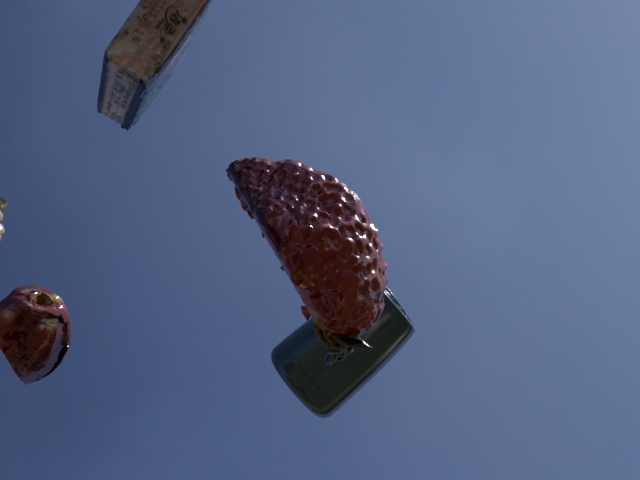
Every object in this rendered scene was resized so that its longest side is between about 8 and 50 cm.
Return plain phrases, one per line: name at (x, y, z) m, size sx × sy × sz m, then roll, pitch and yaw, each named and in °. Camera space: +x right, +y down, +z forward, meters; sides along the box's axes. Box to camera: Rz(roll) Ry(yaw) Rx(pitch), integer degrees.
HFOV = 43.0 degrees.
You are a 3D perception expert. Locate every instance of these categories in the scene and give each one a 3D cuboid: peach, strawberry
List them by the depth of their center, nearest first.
strawberry at (0.000, -0.001, 0.821) m, size 0.106 × 0.175 × 0.236 m, roll -27°, pitch -93°, yaw -7°
peach at (-0.439, 0.154, 1.233) m, size 0.127 × 0.092 × 0.172 m, roll -20°, pitch -47°, yaw -45°

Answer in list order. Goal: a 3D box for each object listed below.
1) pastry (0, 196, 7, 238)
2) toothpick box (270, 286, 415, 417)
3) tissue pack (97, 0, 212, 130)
pastry at (-0.417, -0.056, 0.779) m, size 0.184 × 0.316 × 0.284 m, roll -28°, pitch -62°, yaw 9°
toothpick box at (0.035, 0.141, 1.102) m, size 0.184 × 0.120 × 0.120 m, roll -40°, pitch -54°, yaw 0°
tissue pack at (-0.214, -0.247, 1.040) m, size 0.073 × 0.235 × 0.173 m, roll 33°, pitch -104°, yaw -12°
